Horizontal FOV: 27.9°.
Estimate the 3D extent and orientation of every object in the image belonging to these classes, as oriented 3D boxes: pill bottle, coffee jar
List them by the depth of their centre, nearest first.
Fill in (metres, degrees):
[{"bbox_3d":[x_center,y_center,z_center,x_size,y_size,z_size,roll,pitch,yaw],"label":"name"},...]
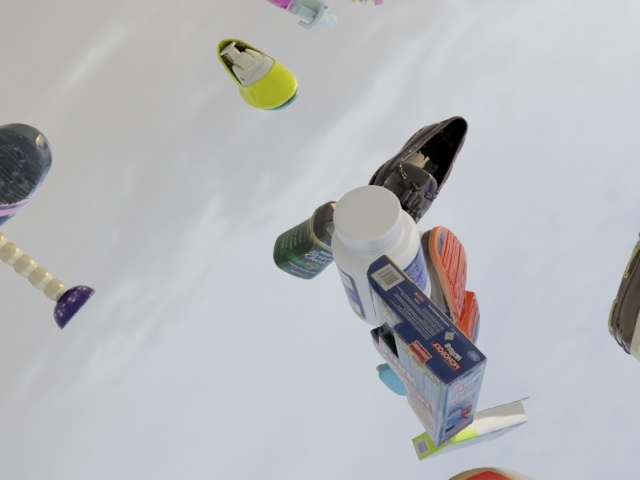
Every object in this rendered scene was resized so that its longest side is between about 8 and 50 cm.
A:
[{"bbox_3d":[0.074,0.018,1.621,0.112,0.186,0.112,-6,-125,9],"label":"pill bottle"},{"bbox_3d":[0.000,0.000,2.208,0.184,0.096,0.079,-36,-142,53],"label":"coffee jar"}]

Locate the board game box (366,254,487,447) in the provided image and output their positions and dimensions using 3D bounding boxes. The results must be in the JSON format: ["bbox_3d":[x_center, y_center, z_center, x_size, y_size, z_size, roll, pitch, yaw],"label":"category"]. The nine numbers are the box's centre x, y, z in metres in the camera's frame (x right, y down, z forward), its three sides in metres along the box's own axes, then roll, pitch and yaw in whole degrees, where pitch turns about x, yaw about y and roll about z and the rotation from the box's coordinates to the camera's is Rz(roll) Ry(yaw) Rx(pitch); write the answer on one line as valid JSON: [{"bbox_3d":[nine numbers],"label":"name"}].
[{"bbox_3d":[0.120,0.145,1.506,0.060,0.194,0.194,-31,-129,-15],"label":"board game box"}]

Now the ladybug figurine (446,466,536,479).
[{"bbox_3d":[0.246,0.509,1.877,0.162,0.305,0.449,-17,-163,45],"label":"ladybug figurine"}]

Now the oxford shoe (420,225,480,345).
[{"bbox_3d":[0.167,0.075,1.891,0.098,0.271,0.097,3,-127,19],"label":"oxford shoe"}]

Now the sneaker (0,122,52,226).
[{"bbox_3d":[-0.444,-0.109,1.860,0.131,0.112,0.319,-44,-170,-36],"label":"sneaker"}]

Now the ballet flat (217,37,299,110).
[{"bbox_3d":[-0.104,-0.253,1.905,0.077,0.077,0.231,-43,-151,-1],"label":"ballet flat"}]

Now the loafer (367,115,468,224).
[{"bbox_3d":[0.165,-0.116,2.196,0.095,0.109,0.302,-38,-167,47],"label":"loafer"}]

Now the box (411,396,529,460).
[{"bbox_3d":[0.248,0.302,2.067,0.109,0.178,0.042,-44,-118,55],"label":"box"}]

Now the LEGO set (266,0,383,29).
[{"bbox_3d":[0.056,-0.336,1.267,0.107,0.132,0.287,-119,-131,-66],"label":"LEGO set"}]

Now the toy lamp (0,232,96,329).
[{"bbox_3d":[-0.429,0.008,1.722,0.080,0.275,0.080,-48,-176,4],"label":"toy lamp"}]

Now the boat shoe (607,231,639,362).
[{"bbox_3d":[0.524,0.030,1.975,0.097,0.117,0.324,41,-53,49],"label":"boat shoe"}]

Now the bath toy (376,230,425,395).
[{"bbox_3d":[0.213,0.138,2.583,0.129,0.151,0.348,-10,-122,34],"label":"bath toy"}]
